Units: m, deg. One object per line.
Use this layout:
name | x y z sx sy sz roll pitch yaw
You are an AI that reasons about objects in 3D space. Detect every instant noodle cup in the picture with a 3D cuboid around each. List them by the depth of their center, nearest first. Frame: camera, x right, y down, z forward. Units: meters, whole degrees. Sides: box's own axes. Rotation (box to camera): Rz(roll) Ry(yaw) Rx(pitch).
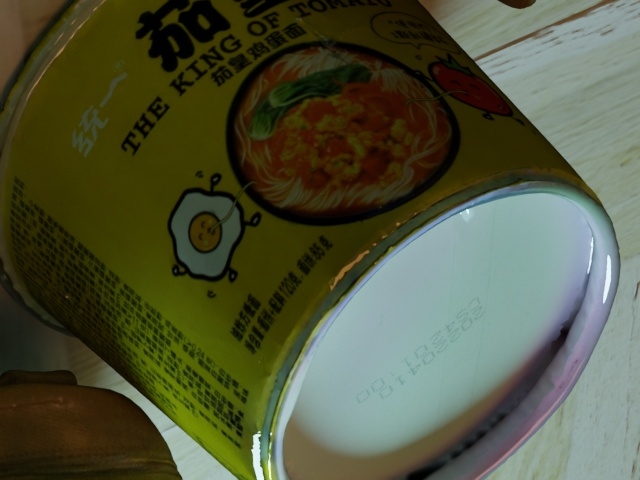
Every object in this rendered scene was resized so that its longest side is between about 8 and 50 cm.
instant noodle cup | 0.000 0.000 1.055 0.326 0.254 0.325 -24 137 -24

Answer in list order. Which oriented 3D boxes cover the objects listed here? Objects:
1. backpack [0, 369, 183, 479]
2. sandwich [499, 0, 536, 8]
backpack | -0.239 0.241 1.070 0.354 0.201 0.378 -13 146 -39
sandwich | 0.065 -0.252 1.012 0.155 0.227 0.198 -54 178 7
